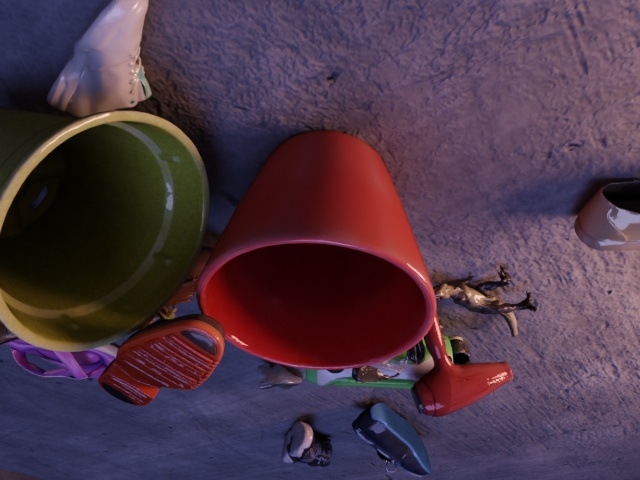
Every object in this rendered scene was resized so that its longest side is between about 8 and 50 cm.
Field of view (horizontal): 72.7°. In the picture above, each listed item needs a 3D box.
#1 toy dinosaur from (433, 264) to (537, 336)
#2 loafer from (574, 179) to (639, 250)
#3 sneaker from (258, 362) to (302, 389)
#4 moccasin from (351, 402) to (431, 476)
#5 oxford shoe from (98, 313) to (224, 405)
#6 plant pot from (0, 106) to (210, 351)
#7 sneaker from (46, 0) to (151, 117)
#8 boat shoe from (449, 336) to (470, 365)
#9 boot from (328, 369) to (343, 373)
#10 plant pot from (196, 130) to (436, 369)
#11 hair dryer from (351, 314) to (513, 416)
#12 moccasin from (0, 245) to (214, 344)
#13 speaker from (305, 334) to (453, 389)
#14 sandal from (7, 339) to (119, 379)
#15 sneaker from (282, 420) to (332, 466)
[{"bbox_3d":[0.323,0.111,0.814,0.268,0.064,0.118,25,140,-24],"label":"toy dinosaur"},{"bbox_3d":[0.505,-0.045,0.598,0.268,0.102,0.092,-10,141,15],"label":"loafer"},{"bbox_3d":[-0.099,0.340,1.097,0.053,0.061,0.152,-32,146,23],"label":"sneaker"},{"bbox_3d":[0.212,0.593,1.295,0.116,0.138,0.342,-31,115,15],"label":"moccasin"},{"bbox_3d":[-0.197,0.131,0.552,0.097,0.098,0.271,43,133,-20],"label":"oxford shoe"},{"bbox_3d":[-0.325,-0.045,0.529,0.253,0.276,0.276,21,142,22],"label":"plant pot"},{"bbox_3d":[-0.236,-0.206,0.510,0.094,0.080,0.212,31,141,-32],"label":"sneaker"},{"bbox_3d":[0.317,0.270,0.994,0.048,0.042,0.133,-14,136,15],"label":"boat shoe"},{"bbox_3d":[-0.007,0.174,0.802,0.082,0.106,0.219,-24,103,4],"label":"boot"},{"bbox_3d":[0.000,0.000,0.581,0.274,0.243,0.275,2,138,2],"label":"plant pot"},{"bbox_3d":[0.223,0.219,0.813,0.293,0.080,0.224,22,97,-6],"label":"hair dryer"},{"bbox_3d":[-0.295,0.086,0.690,0.380,0.147,0.139,-4,165,-40],"label":"moccasin"},{"bbox_3d":[0.120,0.252,0.928,0.296,0.131,0.131,2,137,2],"label":"speaker"},{"bbox_3d":[-0.644,0.270,1.024,0.169,0.102,0.416,-31,127,32],"label":"sandal"},{"bbox_3d":[-0.026,0.654,1.394,0.153,0.101,0.269,13,142,-11],"label":"sneaker"}]
